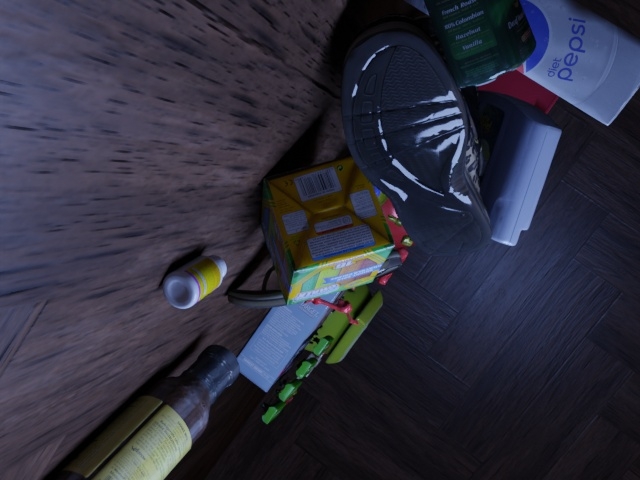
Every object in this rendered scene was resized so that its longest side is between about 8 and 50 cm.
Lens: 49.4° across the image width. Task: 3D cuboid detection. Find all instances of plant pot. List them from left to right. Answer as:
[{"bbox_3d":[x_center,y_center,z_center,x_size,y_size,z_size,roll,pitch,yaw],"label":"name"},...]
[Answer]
[{"bbox_3d":[0.039,0.208,2.024,0.227,0.207,0.228,-58,172,30],"label":"plant pot"}]

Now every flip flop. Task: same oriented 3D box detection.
[{"bbox_3d":[-0.013,0.047,1.078,0.277,0.080,0.112,-18,176,16],"label":"flip flop"}]

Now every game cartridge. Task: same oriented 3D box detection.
[{"bbox_3d":[0.242,-0.125,1.048,0.294,0.060,0.195,-132,-121,-69],"label":"game cartridge"}]

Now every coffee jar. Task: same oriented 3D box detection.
[{"bbox_3d":[0.141,-0.251,0.680,0.079,0.184,0.096,-13,-157,39],"label":"coffee jar"}]

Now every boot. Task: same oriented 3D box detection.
[{"bbox_3d":[0.132,-0.187,0.891,0.377,0.138,0.284,53,33,-45],"label":"boot"}]

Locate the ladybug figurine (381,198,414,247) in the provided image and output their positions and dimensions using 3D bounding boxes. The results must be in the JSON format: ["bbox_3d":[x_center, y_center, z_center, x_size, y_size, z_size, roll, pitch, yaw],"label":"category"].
[{"bbox_3d":[0.239,-0.128,1.584,0.449,0.162,0.304,-38,139,-43],"label":"ladybug figurine"}]

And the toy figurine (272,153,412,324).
[{"bbox_3d":[0.086,-0.063,1.195,0.362,0.191,0.217,-50,167,-35],"label":"toy figurine"}]

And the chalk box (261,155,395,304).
[{"bbox_3d":[0.000,0.000,0.932,0.133,0.132,0.213,-16,162,-10],"label":"chalk box"}]

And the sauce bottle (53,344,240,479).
[{"bbox_3d":[-0.234,0.274,0.991,0.344,0.111,0.111,-43,167,-49],"label":"sauce bottle"}]

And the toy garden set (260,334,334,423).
[{"bbox_3d":[-0.057,0.327,1.729,0.244,0.049,0.204,-53,171,1],"label":"toy garden set"}]

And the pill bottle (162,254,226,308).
[{"bbox_3d":[-0.139,0.043,0.785,0.043,0.043,0.083,-57,171,26],"label":"pill bottle"}]

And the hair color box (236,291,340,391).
[{"bbox_3d":[-0.045,0.172,1.696,0.374,0.114,0.185,-55,173,10],"label":"hair color box"}]

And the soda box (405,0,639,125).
[{"bbox_3d":[0.225,-0.244,0.777,0.091,0.286,0.098,-59,171,23],"label":"soda box"}]

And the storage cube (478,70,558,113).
[{"bbox_3d":[0.291,-0.258,1.313,0.215,0.193,0.184,-49,-169,-26],"label":"storage cube"}]
